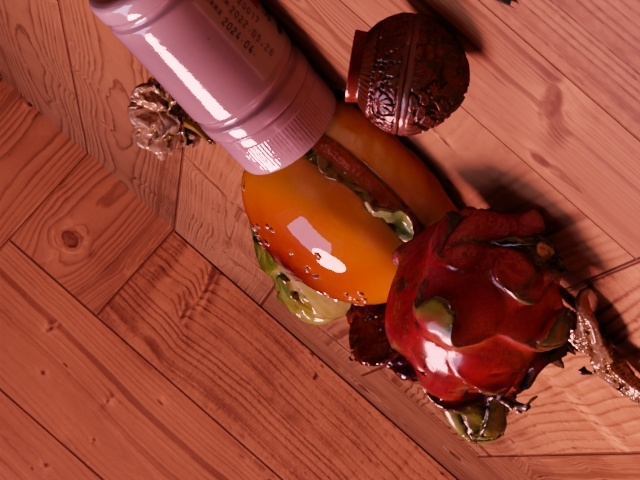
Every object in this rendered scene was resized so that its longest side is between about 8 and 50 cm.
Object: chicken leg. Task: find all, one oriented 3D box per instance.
[{"bbox_3d":[0.121,0.094,1.941,0.177,0.083,0.322,21,-165,-5],"label":"chicken leg"}]

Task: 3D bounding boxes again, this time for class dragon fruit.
[{"bbox_3d":[0.171,0.086,1.690,0.200,0.198,0.269,-5,121,38],"label":"dragon fruit"}]

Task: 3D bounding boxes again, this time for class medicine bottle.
[{"bbox_3d":[-0.104,-0.190,1.716,0.249,0.133,0.133,48,169,-30],"label":"medicine bottle"}]

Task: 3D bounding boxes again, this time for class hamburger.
[{"bbox_3d":[0.024,-0.027,1.833,0.246,0.170,0.246,43,172,7],"label":"hamburger"}]

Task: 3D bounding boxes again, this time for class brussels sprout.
[{"bbox_3d":[0.000,0.000,2.125,0.223,0.161,0.223,56,163,28],"label":"brussels sprout"}]

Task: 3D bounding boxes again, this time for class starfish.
[{"bbox_3d":[0.287,0.111,1.771,0.247,0.050,0.138,43,171,-14],"label":"starfish"}]

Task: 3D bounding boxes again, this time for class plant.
[{"bbox_3d":[-0.194,-0.161,2.314,0.122,0.104,0.116,23,150,44],"label":"plant"}]

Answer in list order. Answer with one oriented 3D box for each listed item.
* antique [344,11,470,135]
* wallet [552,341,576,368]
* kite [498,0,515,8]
[{"bbox_3d":[0.071,-0.133,1.380,0.104,0.104,0.104,40,171,8],"label":"antique"},{"bbox_3d":[0.210,0.068,1.943,0.110,0.031,0.198,30,166,48],"label":"wallet"},{"bbox_3d":[0.057,-0.241,1.210,0.229,0.012,0.250,42,170,-11],"label":"kite"}]
